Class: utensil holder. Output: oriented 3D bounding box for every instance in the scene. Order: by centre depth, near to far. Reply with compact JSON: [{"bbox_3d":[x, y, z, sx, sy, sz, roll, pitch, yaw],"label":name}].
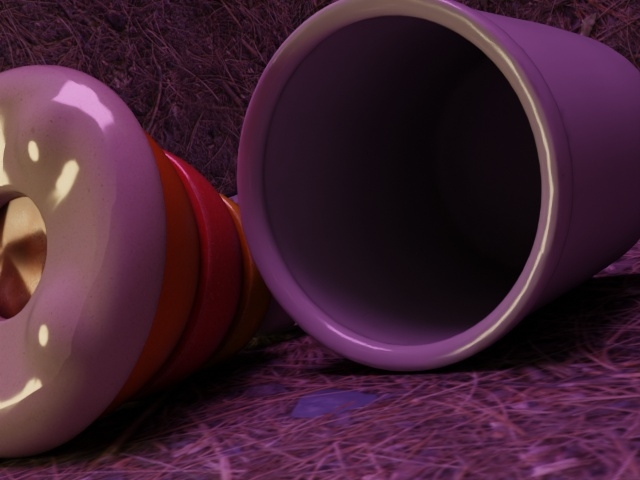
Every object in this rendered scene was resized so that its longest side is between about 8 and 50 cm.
[{"bbox_3d":[0.157,-0.074,0.891,0.327,0.328,0.385,-9,3,36],"label":"utensil holder"}]

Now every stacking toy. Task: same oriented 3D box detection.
[{"bbox_3d":[-0.174,0.040,0.933,0.350,0.351,0.479,-9,-12,30],"label":"stacking toy"}]

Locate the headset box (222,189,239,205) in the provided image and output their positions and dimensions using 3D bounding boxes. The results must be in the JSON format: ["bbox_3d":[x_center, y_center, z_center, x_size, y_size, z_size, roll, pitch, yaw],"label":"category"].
[{"bbox_3d":[-0.190,0.007,1.622,0.218,0.110,0.293,-23,-8,-33],"label":"headset box"}]
